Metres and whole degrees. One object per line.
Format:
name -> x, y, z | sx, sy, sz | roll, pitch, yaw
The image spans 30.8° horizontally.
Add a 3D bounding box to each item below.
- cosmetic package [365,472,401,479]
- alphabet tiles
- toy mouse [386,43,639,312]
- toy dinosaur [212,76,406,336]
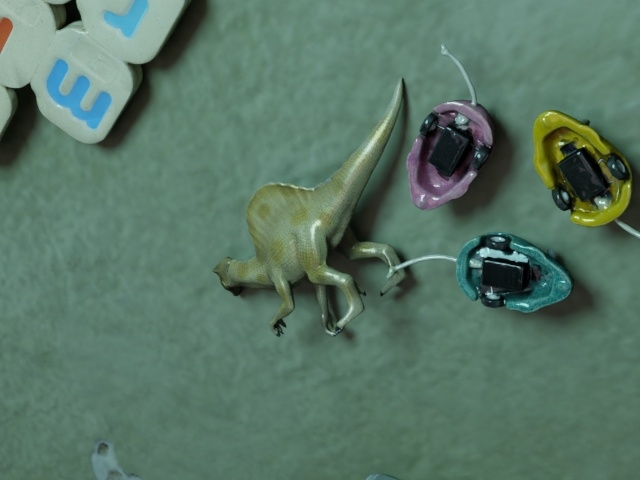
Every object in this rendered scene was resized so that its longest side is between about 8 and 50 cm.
cosmetic package -> 0.108, 0.233, 0.638 | 0.238, 0.127, 0.107 | 12, 115, 23
alphabet tiles -> -0.214, -0.185, 0.677 | 0.284, 0.021, 0.278 | 36, 126, -4
toy mouse -> 0.091, -0.019, 0.605 | 0.143, 0.031, 0.161 | -39, 88, 34
toy dinosaur -> 0.000, 0.000, 0.650 | 0.093, 0.053, 0.183 | 50, 124, 5
